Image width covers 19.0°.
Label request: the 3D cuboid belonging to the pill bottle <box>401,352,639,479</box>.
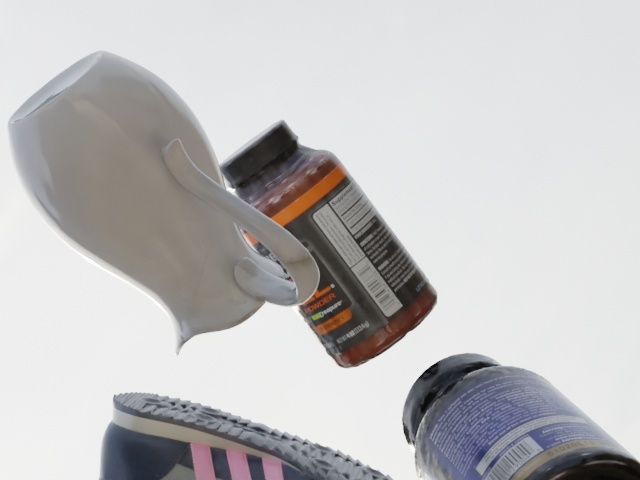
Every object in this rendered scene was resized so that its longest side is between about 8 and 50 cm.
[{"bbox_3d":[0.138,0.160,1.325,0.123,0.219,0.123,-7,-69,-18],"label":"pill bottle"}]

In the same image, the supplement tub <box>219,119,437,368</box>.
[{"bbox_3d":[0.000,0.000,1.552,0.106,0.198,0.106,-37,6,4],"label":"supplement tub"}]

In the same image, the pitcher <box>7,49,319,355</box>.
[{"bbox_3d":[-0.102,-0.028,1.282,0.207,0.178,0.125,52,-125,-16],"label":"pitcher"}]

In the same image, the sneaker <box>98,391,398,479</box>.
[{"bbox_3d":[-0.057,0.244,1.767,0.112,0.319,0.131,-10,-63,-73],"label":"sneaker"}]
